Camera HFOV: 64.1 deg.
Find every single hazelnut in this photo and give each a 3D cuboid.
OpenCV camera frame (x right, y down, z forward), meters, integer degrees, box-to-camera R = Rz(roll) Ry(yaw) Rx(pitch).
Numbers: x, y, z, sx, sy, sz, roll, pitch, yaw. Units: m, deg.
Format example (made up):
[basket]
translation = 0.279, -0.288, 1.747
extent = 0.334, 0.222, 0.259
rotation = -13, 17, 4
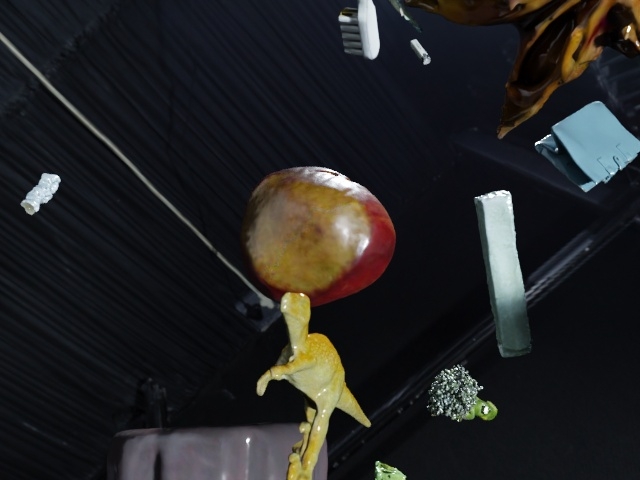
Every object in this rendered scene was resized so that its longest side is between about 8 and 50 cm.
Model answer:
[hazelnut]
translation = 0.000, 0.000, 0.773
extent = 0.229, 0.229, 0.230
rotation = -32, -150, 21

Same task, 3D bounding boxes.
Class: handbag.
[handbag]
translation = 0.537, -0.186, 1.012
extent = 0.221, 0.144, 0.057
rotation = -28, 161, -34

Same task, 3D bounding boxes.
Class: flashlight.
[flashlight]
translation = 0.248, -0.468, 1.272
extent = 0.018, 0.018, 0.083
rotation = -19, -125, -3

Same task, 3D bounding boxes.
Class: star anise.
[star anise]
translation = 0.250, -0.203, 0.433
extent = 0.345, 0.238, 0.148
rotation = -1, -140, 2

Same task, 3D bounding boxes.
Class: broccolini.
[broccolini]
translation = 0.197, 0.209, 0.680
extent = 0.067, 0.216, 0.058
rotation = -46, -123, 9

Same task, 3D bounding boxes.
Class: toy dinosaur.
[toy dinosaur]
translation = 0.007, 0.095, 0.367
extent = 0.039, 0.162, 0.127
rotation = 8, -87, 29

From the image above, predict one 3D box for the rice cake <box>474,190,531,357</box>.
[rice cake]
translation = 0.360, 0.073, 1.002
extent = 0.066, 0.337, 0.063
rotation = -9, -171, 10

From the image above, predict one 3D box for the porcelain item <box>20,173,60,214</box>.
[porcelain item]
translation = -0.460, -0.080, 0.846
extent = 0.036, 0.028, 0.083
rotation = 104, -1, -47

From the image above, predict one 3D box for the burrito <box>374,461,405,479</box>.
[burrito]
translation = 0.186, 0.543, 0.968
extent = 0.104, 0.288, 0.054
rotation = -20, -171, 41

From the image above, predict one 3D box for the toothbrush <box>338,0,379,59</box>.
[toothbrush]
translation = 0.006, -0.263, 0.314
extent = 0.030, 0.342, 0.025
rotation = 14, -121, 22

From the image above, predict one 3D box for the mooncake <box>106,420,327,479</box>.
[mooncake]
translation = -0.130, 0.309, 0.657
extent = 0.282, 0.283, 0.142
rotation = -21, -118, 35

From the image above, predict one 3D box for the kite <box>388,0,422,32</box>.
[kite]
translation = -0.021, -0.273, 0.385
extent = 0.011, 0.335, 0.314
rotation = -42, -138, 20
